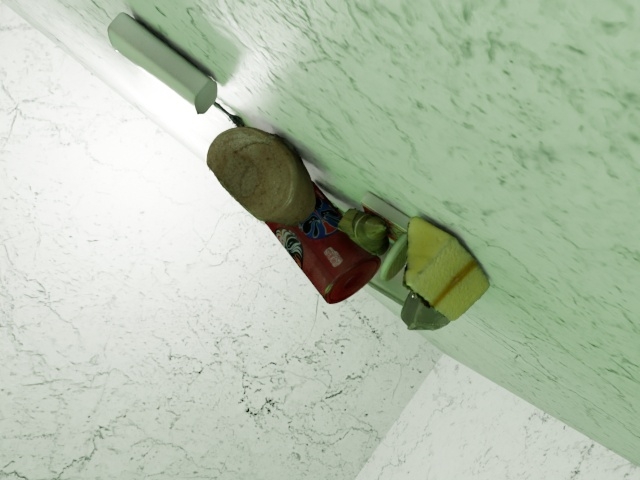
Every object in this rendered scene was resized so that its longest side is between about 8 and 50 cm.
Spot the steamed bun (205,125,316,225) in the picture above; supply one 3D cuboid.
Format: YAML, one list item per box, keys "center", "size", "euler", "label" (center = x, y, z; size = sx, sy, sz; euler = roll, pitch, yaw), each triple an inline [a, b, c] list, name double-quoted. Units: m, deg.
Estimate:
- center: [-0.141, -0.188, 1.501]
  size: [0.301, 0.199, 0.251]
  euler: [44, -166, 19]
  label: "steamed bun"

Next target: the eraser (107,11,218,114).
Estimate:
- center: [-0.395, -0.443, 1.417]
  size: [0.270, 0.094, 0.174]
  euler: [36, 174, -2]
  label: "eraser"

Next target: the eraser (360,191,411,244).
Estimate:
- center: [0.189, -0.035, 1.441]
  size: [0.157, 0.038, 0.230]
  euler: [34, 173, 20]
  label: "eraser"

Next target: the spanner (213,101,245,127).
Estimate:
- center: [-0.318, -0.406, 1.607]
  size: [0.325, 0.026, 0.093]
  euler: [40, 174, -16]
  label: "spanner"

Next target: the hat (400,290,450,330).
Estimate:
- center: [0.283, 0.125, 1.390]
  size: [0.149, 0.214, 0.244]
  euler: [11, 171, 7]
  label: "hat"

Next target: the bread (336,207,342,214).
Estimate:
- center: [0.001, -0.081, 1.871]
  size: [0.187, 0.103, 0.065]
  euler: [32, 172, 27]
  label: "bread"

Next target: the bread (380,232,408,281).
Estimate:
- center: [0.184, 0.051, 1.408]
  size: [0.036, 0.112, 0.193]
  euler: [37, 173, 19]
  label: "bread"

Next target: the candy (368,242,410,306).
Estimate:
- center: [0.249, 0.113, 1.718]
  size: [0.208, 0.145, 0.359]
  euler: [42, 173, -39]
  label: "candy"

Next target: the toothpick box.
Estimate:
- center: [0.000, 0.000, 1.653]
  size: [0.333, 0.204, 0.204]
  euler: [50, 180, 23]
  label: "toothpick box"

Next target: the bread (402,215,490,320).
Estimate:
- center: [0.287, 0.063, 1.279]
  size: [0.266, 0.142, 0.178]
  euler: [40, -145, -49]
  label: "bread"

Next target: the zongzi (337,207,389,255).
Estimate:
- center: [0.148, -0.009, 1.380]
  size: [0.160, 0.078, 0.176]
  euler: [35, 167, -35]
  label: "zongzi"
